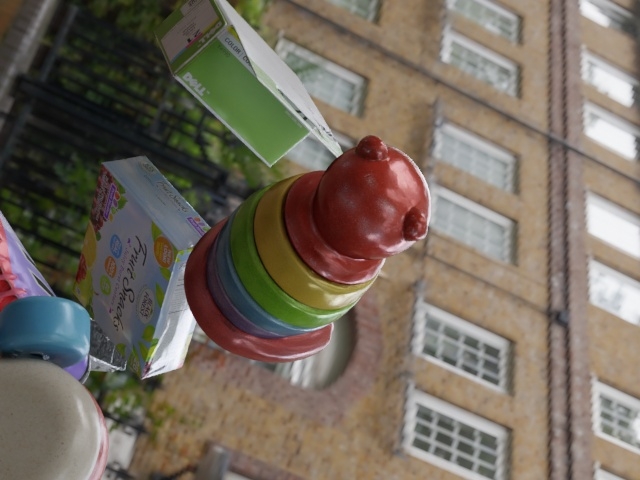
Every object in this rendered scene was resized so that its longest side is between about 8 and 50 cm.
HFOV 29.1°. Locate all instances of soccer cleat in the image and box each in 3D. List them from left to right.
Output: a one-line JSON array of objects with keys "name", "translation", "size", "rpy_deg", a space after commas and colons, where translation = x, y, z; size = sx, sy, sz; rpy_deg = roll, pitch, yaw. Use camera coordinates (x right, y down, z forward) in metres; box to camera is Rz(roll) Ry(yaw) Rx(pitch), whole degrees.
[{"name": "soccer cleat", "translation": [-0.347, 0.034, 1.287], "size": [0.108, 0.318, 0.116], "rpy_deg": [-28, 149, -21]}]

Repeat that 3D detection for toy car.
[{"name": "toy car", "translation": [-0.264, 0.192, 1.017], "size": [0.238, 0.210, 0.219], "rpy_deg": [82, 5, -65]}]

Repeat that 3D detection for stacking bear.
[{"name": "stacking bear", "translation": [0.000, 0.000, 1.219], "size": [0.289, 0.164, 0.175], "rpy_deg": [-36, -105, 47]}]

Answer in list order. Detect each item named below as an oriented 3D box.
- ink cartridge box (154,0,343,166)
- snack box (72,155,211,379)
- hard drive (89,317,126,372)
[{"name": "ink cartridge box", "translation": [-0.082, -0.168, 1.465], "size": [0.097, 0.189, 0.255], "rpy_deg": [-40, -143, 10]}, {"name": "snack box", "translation": [-0.213, 0.032, 1.485], "size": [0.174, 0.070, 0.207], "rpy_deg": [46, -47, 31]}, {"name": "hard drive", "translation": [-0.472, 0.127, 1.854], "size": [0.339, 0.236, 0.064], "rpy_deg": [40, 55, -60]}]
